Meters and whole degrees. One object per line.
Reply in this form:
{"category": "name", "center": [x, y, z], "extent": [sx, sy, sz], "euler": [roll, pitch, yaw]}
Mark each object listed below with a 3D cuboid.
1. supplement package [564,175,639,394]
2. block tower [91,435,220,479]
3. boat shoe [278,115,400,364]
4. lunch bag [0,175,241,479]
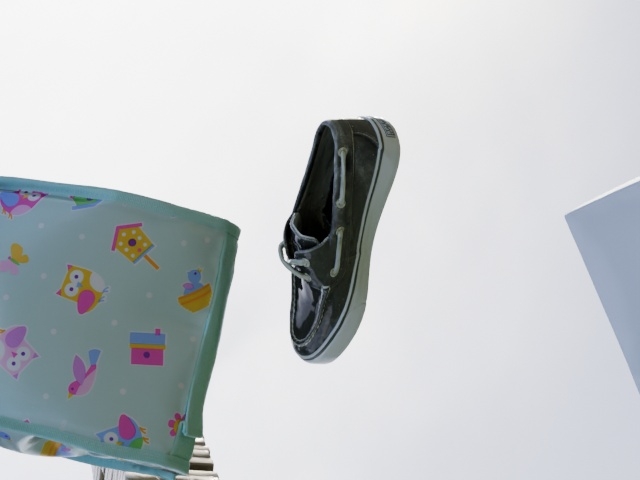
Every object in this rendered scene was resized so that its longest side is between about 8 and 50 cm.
{"category": "supplement package", "center": [0.319, -0.005, 1.383], "extent": [0.203, 0.194, 0.149], "euler": [-20, -94, -48]}
{"category": "block tower", "center": [-0.163, 0.215, 1.911], "extent": [0.335, 0.097, 0.091], "euler": [-128, 47, -70]}
{"category": "boat shoe", "center": [0.000, 0.000, 1.633], "extent": [0.070, 0.078, 0.219], "euler": [-2, -66, -37]}
{"category": "lunch bag", "center": [-0.203, 0.069, 1.650], "extent": [0.160, 0.262, 0.223], "euler": [53, -132, -70]}
